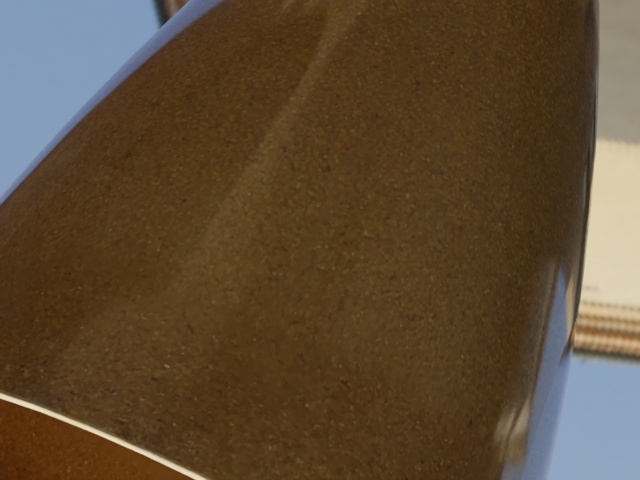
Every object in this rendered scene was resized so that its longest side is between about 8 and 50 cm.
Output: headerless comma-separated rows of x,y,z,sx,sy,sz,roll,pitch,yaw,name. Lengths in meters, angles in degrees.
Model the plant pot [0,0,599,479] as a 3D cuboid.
0.000,0.000,0.675,0.237,0.237,0.254,28,-112,-4,plant pot
